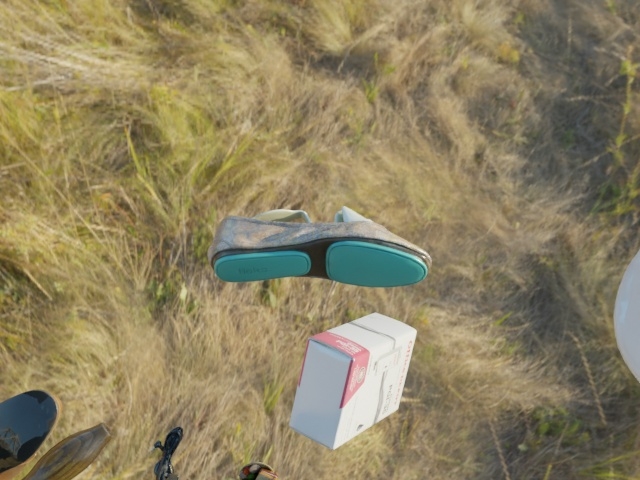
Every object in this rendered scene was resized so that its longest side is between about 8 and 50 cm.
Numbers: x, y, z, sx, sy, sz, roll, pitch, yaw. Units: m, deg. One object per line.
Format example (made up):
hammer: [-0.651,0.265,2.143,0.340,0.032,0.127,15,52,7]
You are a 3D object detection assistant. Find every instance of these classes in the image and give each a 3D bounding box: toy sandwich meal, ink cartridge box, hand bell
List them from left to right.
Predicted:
hand bell: [-0.318,0.268,0.715,0.242,0.126,0.126,-36,70,-10]
toy sandwich meal: [-0.136,0.517,1.521,0.086,0.085,0.029,8,26,-7]
ink cartridge box: [0.076,0.285,1.483,0.117,0.207,0.283,20,16,31]

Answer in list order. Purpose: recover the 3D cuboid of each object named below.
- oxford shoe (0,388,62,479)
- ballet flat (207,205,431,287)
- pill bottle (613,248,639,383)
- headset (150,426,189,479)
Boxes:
oxford shoe: [-0.378,0.247,0.858,0.076,0.212,0.076,52,19,11]
ballet flat: [0.000,0.000,1.001,0.316,0.107,0.106,3,49,-6]
pill bottle: [0.424,0.094,0.617,0.302,0.169,0.169,19,54,-25]
headset: [-0.227,0.504,1.368,0.243,0.394,0.185,23,81,-36]
